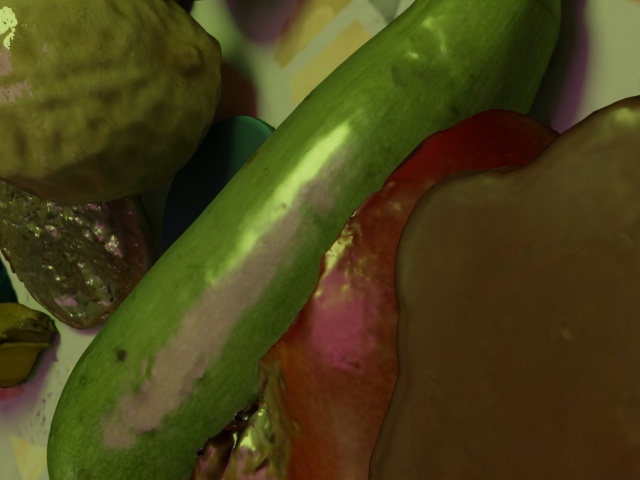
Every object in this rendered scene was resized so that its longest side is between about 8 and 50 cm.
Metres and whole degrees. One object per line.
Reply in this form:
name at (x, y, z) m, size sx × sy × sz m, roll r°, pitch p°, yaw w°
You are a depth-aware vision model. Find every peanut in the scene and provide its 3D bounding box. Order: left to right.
peanut at (-0.133, -0.092, 0.740) m, size 0.109 × 0.159 × 0.140 m, roll 12°, pitch 117°, yaw 65°

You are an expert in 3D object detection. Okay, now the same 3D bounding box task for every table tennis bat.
table tennis bat at (-0.048, 0.020, 0.734) m, size 0.124 × 0.033 × 0.201 m, roll -39°, pitch 53°, yaw 37°

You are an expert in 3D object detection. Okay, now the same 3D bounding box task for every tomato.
tomato at (0.057, 0.077, 0.501) m, size 0.139 × 0.200 × 0.233 m, roll 40°, pitch 124°, yaw 18°

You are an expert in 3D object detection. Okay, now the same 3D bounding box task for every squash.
squash at (0.003, 0.005, 0.610) m, size 0.370 × 0.118 × 0.118 m, roll -49°, pitch 48°, yaw 9°

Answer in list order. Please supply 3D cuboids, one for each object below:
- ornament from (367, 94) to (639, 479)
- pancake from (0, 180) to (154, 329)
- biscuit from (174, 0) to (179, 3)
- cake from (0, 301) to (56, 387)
ornament at (0.157, 0.073, 0.362) m, size 0.221 × 0.217 × 0.235 m, roll -50°, pitch 49°, yaw 28°
pancake at (-0.169, -0.013, 0.838) m, size 0.152 × 0.025 × 0.151 m, roll 16°, pitch 119°, yaw 30°
biscuit at (-0.175, -0.175, 0.885) m, size 0.220 × 0.066 × 0.220 m, roll -13°, pitch 72°, yaw 44°
cake at (-0.280, 0.070, 0.919) m, size 0.185 × 0.116 × 0.079 m, roll 13°, pitch 93°, yaw 43°
